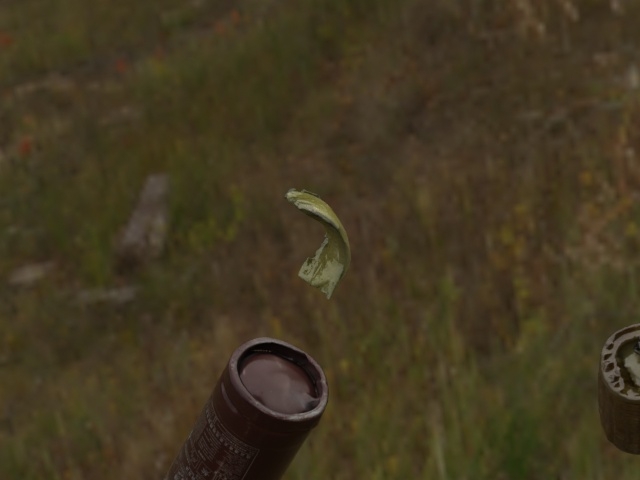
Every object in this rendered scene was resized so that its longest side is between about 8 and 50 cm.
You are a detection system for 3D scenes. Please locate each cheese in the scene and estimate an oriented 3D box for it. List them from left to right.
[{"bbox_3d":[0.001,0.001,1.564,0.041,0.084,0.060,-14,13,-13],"label":"cheese"}]

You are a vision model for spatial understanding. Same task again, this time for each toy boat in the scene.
[{"bbox_3d":[0.293,0.120,1.685,0.115,0.310,0.089,-14,66,4],"label":"toy boat"}]

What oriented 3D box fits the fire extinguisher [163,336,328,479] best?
[{"bbox_3d":[-0.086,0.203,1.755,0.105,0.269,0.105,16,41,-15],"label":"fire extinguisher"}]
